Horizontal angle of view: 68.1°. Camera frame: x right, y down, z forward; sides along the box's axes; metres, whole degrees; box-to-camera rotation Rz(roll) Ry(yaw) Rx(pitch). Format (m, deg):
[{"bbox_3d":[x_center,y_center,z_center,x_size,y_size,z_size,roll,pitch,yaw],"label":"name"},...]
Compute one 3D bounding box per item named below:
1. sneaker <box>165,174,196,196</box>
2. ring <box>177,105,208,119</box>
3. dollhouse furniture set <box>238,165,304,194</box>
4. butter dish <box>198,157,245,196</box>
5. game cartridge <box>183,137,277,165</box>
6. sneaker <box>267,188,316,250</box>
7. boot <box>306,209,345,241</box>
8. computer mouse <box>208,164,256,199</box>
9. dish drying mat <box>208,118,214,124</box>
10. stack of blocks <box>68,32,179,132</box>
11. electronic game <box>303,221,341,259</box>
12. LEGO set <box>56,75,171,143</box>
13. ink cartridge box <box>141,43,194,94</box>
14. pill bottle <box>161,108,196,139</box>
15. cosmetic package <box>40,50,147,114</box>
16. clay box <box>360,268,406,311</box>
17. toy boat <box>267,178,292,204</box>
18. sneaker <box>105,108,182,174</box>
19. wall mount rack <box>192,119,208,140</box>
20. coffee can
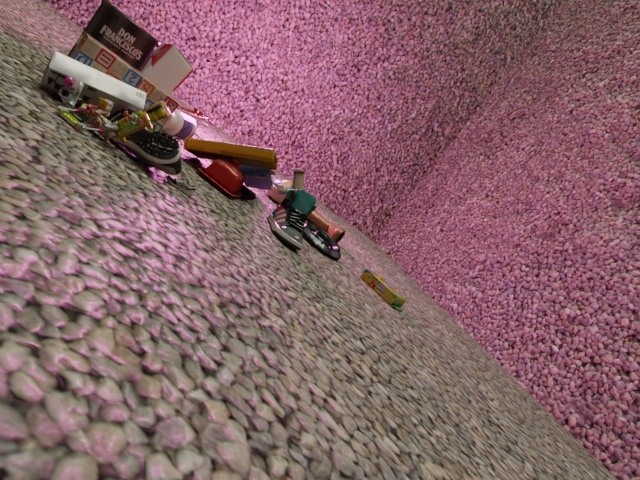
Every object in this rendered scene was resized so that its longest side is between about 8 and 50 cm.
[{"bbox_3d":[-0.375,-0.156,1.276,0.083,0.037,0.032,34,10,-19],"label":"sneaker"},{"bbox_3d":[-0.681,-0.620,2.174,0.336,0.032,0.336,18,15,-5],"label":"ring"},{"bbox_3d":[-0.231,-0.189,2.043,0.303,0.198,0.286,8,-15,-1],"label":"dollhouse furniture set"},{"bbox_3d":[-0.327,-0.239,1.680,0.160,0.118,0.160,38,7,1],"label":"butter dish"},{"bbox_3d":[-0.326,-0.321,1.776,0.323,0.053,0.285,6,2,-3],"label":"game cartridge"},{"bbox_3d":[-0.083,-0.088,1.688,0.124,0.178,0.295,34,9,-28],"label":"sneaker"},{"bbox_3d":[0.000,-0.093,2.479,0.269,0.089,0.236,39,-4,5],"label":"boot"},{"bbox_3d":[-0.345,-0.220,1.820,0.242,0.041,0.071,34,-3,21],"label":"computer mouse"},{"bbox_3d":[-0.515,-0.559,2.223,0.032,0.008,0.083,30,12,-22],"label":"dish drying mat"},{"bbox_3d":[-0.593,-0.432,1.388,0.297,0.171,0.087,33,9,-40],"label":"stack of blocks"},{"bbox_3d":[0.000,0.000,2.041,0.229,0.048,0.229,38,16,-12],"label":"electronic game"},{"bbox_3d":[-0.516,-0.304,1.139,0.287,0.132,0.107,17,9,11],"label":"LEGO set"},{"bbox_3d":[-0.663,-0.644,1.838,0.306,0.226,0.131,27,-15,47],"label":"ink cartridge box"},{"bbox_3d":[-0.578,-0.465,1.867,0.112,0.112,0.186,39,7,7],"label":"pill bottle"},{"bbox_3d":[-0.605,-0.403,1.270,0.239,0.060,0.099,19,-25,-37],"label":"cosmetic package"},{"bbox_3d":[0.285,0.218,2.063,0.222,0.053,0.127,42,9,30],"label":"clay box"},{"bbox_3d":[-0.205,-0.285,2.393,0.318,0.148,0.267,41,8,21],"label":"toy boat"},{"bbox_3d":[-0.478,-0.258,1.264,0.271,0.100,0.108,34,-26,18],"label":"sneaker"},{"bbox_3d":[-0.460,-0.444,2.216,0.304,0.130,0.350,35,9,-21],"label":"wall mount rack"},{"bbox_3d":[-0.677,-0.588,1.520,0.201,0.275,0.201,37,8,-6],"label":"coffee can"}]
